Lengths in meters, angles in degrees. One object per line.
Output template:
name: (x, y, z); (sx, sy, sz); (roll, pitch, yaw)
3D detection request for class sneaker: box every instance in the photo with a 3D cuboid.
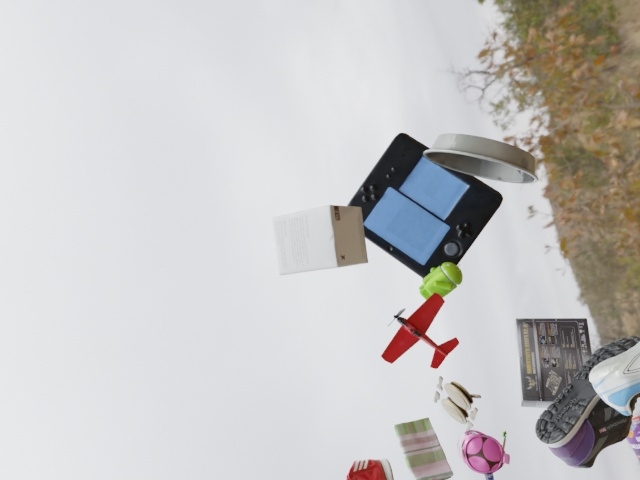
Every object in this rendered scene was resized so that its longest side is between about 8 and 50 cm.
sneaker: (0.507, 0.162, 0.824); (0.086, 0.237, 0.085); (52, -167, 9)
sneaker: (0.547, 0.309, 1.090); (0.124, 0.283, 0.107); (44, -177, -12)
sneaker: (0.125, 0.631, 1.393); (0.221, 0.128, 0.087); (-114, 34, -62)

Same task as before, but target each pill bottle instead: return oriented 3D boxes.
pill bottle: (0.806, 0.486, 1.378); (0.108, 0.108, 0.193); (0, -119, -63)

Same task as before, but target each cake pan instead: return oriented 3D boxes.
cake pan: (0.411, -0.208, 1.456); (0.293, 0.293, 0.054); (14, -88, -61)

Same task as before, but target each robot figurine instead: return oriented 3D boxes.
robot figurine: (0.293, 0.099, 1.378); (0.067, 0.115, 0.101); (48, -164, -7)

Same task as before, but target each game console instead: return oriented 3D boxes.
game console: (0.304, -0.099, 1.755); (0.386, 0.342, 0.060); (36, -172, 14)

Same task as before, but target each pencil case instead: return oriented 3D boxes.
pencil case: (0.369, 0.486, 1.315); (0.209, 0.098, 0.095); (57, -146, -74)

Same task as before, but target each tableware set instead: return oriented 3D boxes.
tableware set: (0.365, 0.422, 1.500); (0.128, 0.039, 0.194); (41, 158, 29)

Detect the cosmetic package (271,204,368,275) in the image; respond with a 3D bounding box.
cosmetic package: (0.000, 0.000, 1.441); (0.151, 0.184, 0.151); (-3, -95, -56)

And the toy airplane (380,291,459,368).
toy airplane: (0.177, 0.169, 0.985); (0.151, 0.151, 0.028); (59, 176, -25)

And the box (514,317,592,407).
box: (0.611, 0.318, 1.493); (0.056, 0.183, 0.231); (65, -154, -55)

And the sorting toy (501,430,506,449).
sorting toy: (0.518, 0.587, 1.627); (0.062, 0.012, 0.083); (76, -150, -48)

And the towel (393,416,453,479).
towel: (0.252, 0.513, 1.395); (0.113, 0.023, 0.152); (-1, -127, -29)
